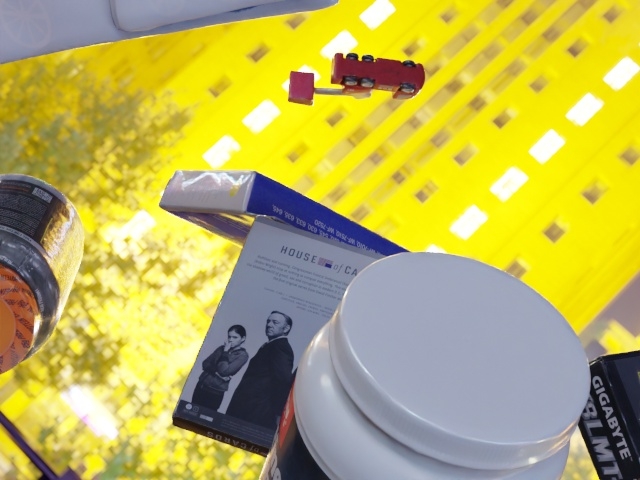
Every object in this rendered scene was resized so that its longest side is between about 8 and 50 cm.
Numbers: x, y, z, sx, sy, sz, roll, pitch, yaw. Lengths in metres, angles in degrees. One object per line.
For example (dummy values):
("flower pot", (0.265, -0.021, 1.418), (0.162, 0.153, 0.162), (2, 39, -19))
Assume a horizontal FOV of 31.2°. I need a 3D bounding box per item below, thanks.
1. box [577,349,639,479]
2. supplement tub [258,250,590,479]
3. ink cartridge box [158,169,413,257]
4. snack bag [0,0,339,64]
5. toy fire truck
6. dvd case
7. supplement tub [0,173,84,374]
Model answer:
("box", (0.425, 0.255, 1.230), (0.073, 0.293, 0.295), (-41, -120, 47))
("supplement tub", (0.059, 0.162, 0.809), (0.191, 0.191, 0.272), (40, -47, 25))
("ink cartridge box", (0.000, 0.000, 1.371), (0.303, 0.072, 0.307), (27, -12, -30))
("snack bag", (-0.176, -0.291, 0.790), (0.342, 0.037, 0.323), (-4, -68, 26))
("toy fire truck", (0.053, -0.240, 1.748), (0.192, 0.047, 0.135), (6, -13, -9))
("dvd case", (-0.017, 0.098, 1.097), (0.179, 0.238, 0.029), (18, -35, 4))
("supplement tub", (-0.456, 0.047, 1.616), (0.207, 0.207, 0.338), (51, 10, -18))
